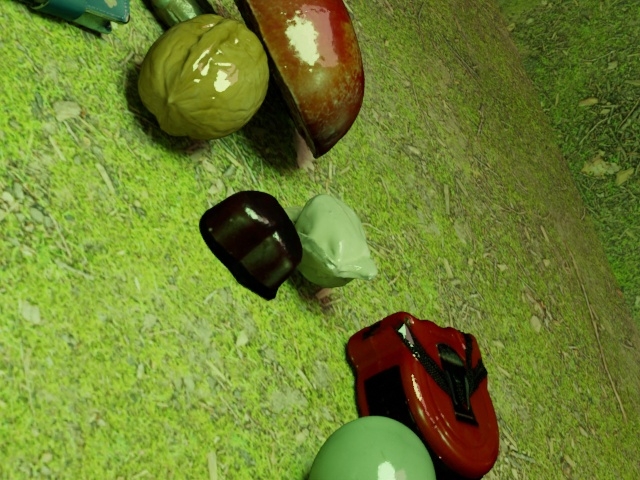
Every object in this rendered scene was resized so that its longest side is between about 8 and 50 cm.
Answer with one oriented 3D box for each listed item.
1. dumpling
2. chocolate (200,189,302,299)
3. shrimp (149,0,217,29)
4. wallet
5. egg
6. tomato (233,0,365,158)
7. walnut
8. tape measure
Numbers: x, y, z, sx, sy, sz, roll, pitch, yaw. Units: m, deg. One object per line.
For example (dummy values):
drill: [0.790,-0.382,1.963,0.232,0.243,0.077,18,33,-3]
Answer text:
dumpling: [0.000,0.000,1.355,0.136,0.118,0.199,14,18,-39]
chocolate: [-0.073,-0.007,1.271,0.149,0.080,0.125,49,29,-15]
shrimp: [-0.185,-0.325,1.428,0.254,0.059,0.145,49,19,-8]
wallet: [-0.326,-0.339,1.186,0.202,0.059,0.141,15,60,-54]
egg: [0.058,0.291,1.116,0.149,0.149,0.192,44,34,-26]
tomato: [-0.017,-0.287,1.438,0.338,0.143,0.339,-26,90,-89]
walnut: [-0.150,-0.212,1.269,0.159,0.159,0.207,53,35,-11]
tape measure: [0.159,0.229,1.384,0.253,0.114,0.261,22,45,-48]
